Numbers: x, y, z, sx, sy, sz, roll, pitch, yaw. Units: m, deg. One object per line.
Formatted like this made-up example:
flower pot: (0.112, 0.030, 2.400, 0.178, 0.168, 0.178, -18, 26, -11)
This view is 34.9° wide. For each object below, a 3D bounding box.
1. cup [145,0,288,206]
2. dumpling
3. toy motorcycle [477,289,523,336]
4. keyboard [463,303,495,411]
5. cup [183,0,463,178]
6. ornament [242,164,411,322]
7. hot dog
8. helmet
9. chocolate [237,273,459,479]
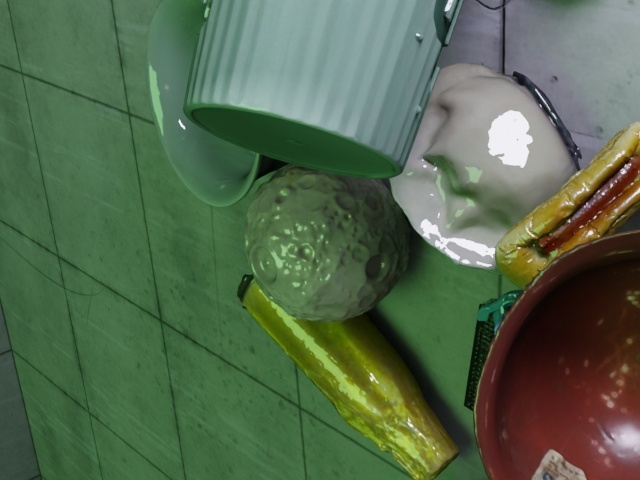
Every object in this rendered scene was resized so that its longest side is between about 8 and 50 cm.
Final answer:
cup: (-0.128, -0.237, 1.633, 0.347, 0.163, 0.347, 27, 125, 48)
dumpling: (0.215, -0.090, 1.239, 0.163, 0.205, 0.292, -38, 76, 54)
toy motorcycle: (0.277, 0.174, 1.353, 0.124, 0.182, 0.272, -4, 121, 23)
keyboard: (0.249, 0.187, 1.524, 0.064, 0.010, 0.198, 32, 132, 37)
cup: (0.045, -0.284, 1.202, 0.310, 0.401, 0.392, 11, 83, 39)
ornament: (0.000, 0.000, 1.558, 0.259, 0.225, 0.259, 30, 132, 40)
hot dog: (0.303, -0.036, 1.154, 0.242, 0.073, 0.084, -42, 88, 9)
helmet: (0.365, 0.159, 1.158, 0.338, 0.230, 0.384, 9, 102, 18)
chocolate: (0.047, 0.212, 1.675, 0.445, 0.162, 0.162, 49, 142, 21)
